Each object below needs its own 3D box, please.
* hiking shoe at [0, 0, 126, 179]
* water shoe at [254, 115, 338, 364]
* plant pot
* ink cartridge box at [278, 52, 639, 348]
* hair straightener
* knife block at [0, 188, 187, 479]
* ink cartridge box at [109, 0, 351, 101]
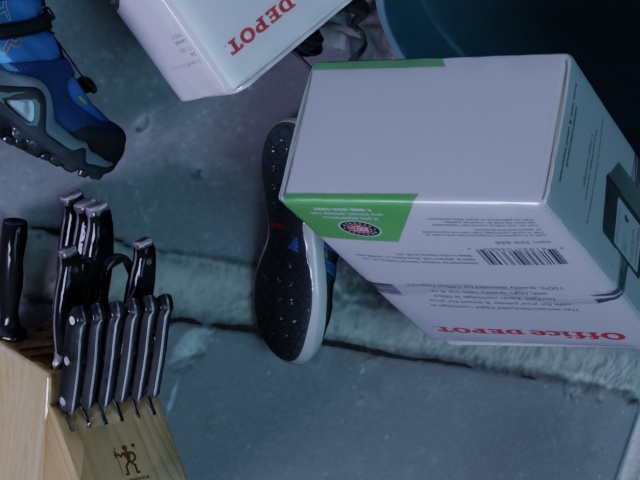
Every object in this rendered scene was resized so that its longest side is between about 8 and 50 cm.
[{"bbox_3d":[-0.211,-0.155,1.199,0.132,0.113,0.304,-54,131,-10],"label":"hiking shoe"},{"bbox_3d":[0.000,0.000,1.464,0.080,0.073,0.203,-14,115,-42],"label":"water shoe"},{"bbox_3d":[0.219,-0.237,1.449,0.255,0.272,0.271,-59,134,-26],"label":"plant pot"},{"bbox_3d":[0.131,-0.022,1.423,0.289,0.211,0.121,43,53,-55],"label":"ink cartridge box"},{"bbox_3d":[-0.046,-0.173,1.387,0.230,0.047,0.089,15,96,-47],"label":"hair straightener"},{"bbox_3d":[-0.195,0.111,1.348,0.088,0.242,0.276,-6,155,-38],"label":"knife block"},{"bbox_3d":[-0.083,-0.224,1.248,0.160,0.092,0.219,-40,106,-21],"label":"ink cartridge box"}]
